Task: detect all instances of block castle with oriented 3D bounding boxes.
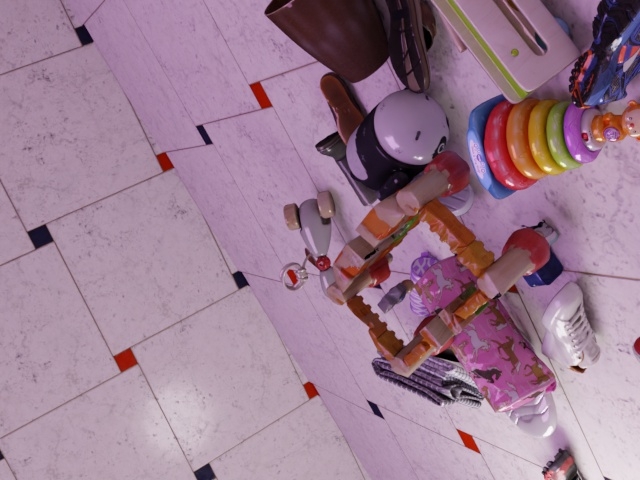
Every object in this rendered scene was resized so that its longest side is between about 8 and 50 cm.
[{"bbox_3d":[0.230,0.054,1.535,0.303,0.213,0.453,47,142,11],"label":"block castle"}]

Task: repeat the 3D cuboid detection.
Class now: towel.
[{"bbox_3d":[0.316,0.395,2.114,0.284,0.121,0.235,16,172,43],"label":"towel"}]

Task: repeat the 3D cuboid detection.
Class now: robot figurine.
[{"bbox_3d":[0.163,-0.207,1.585,0.209,0.173,0.278,62,153,8],"label":"robot figurine"}]

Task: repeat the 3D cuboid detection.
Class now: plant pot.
[{"bbox_3d":[0.039,-0.451,1.534,0.230,0.215,0.215,47,163,-24],"label":"plant pot"}]

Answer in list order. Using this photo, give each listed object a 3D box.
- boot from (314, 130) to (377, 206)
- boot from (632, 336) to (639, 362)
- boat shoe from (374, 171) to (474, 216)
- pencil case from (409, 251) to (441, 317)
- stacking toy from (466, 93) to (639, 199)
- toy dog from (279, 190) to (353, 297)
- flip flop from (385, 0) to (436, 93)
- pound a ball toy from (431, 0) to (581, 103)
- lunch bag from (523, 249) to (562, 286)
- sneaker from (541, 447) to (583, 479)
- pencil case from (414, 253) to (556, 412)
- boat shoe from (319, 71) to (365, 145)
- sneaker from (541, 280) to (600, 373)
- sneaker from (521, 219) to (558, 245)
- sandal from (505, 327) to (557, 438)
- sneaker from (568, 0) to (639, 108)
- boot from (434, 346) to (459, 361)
[{"bbox_3d":[0.075,-0.180,1.910,0.076,0.189,0.208,-20,101,25],"label":"boot"},{"bbox_3d":[0.663,0.174,1.284,0.244,0.088,0.176,16,137,46],"label":"boot"},{"bbox_3d":[0.235,-0.123,1.724,0.335,0.121,0.119,29,170,45],"label":"boat shoe"},{"bbox_3d":[0.283,0.124,2.005,0.206,0.086,0.088,86,177,-50],"label":"pencil case"},{"bbox_3d":[0.414,-0.177,1.235,0.302,0.166,0.175,-3,111,49],"label":"stacking toy"},{"bbox_3d":[0.000,0.000,2.291,0.220,0.161,0.333,7,105,13],"label":"toy dog"},{"bbox_3d":[0.181,-0.424,1.424,0.112,0.080,0.277,20,125,62],"label":"flip flop"},{"bbox_3d":[0.281,-0.390,1.224,0.319,0.136,0.208,54,-176,2],"label":"pound a ball toy"},{"bbox_3d":[0.452,0.048,1.555,0.098,0.067,0.065,55,159,-3],"label":"lunch bag"},{"bbox_3d":[0.668,0.661,1.975,0.135,0.098,0.276,36,154,39],"label":"sneaker"},{"bbox_3d":[0.380,0.212,1.715,0.160,0.167,0.386,9,-134,-59],"label":"pencil case"},{"bbox_3d":[0.064,-0.323,1.829,0.073,0.073,0.207,-76,-37,-68],"label":"boat shoe"},{"bbox_3d":[0.541,0.189,1.548,0.123,0.106,0.290,37,164,32],"label":"sneaker"},{"bbox_3d":[0.425,-0.001,1.490,0.069,0.098,0.038,47,175,-10],"label":"sneaker"},{"bbox_3d":[0.475,0.286,1.836,0.416,0.102,0.169,61,147,19],"label":"sandal"},{"bbox_3d":[0.442,-0.291,1.071,0.221,0.087,0.083,106,157,-47],"label":"sneaker"},{"bbox_3d":[0.359,0.276,2.079,0.112,0.115,0.305,10,163,9],"label":"boot"}]
